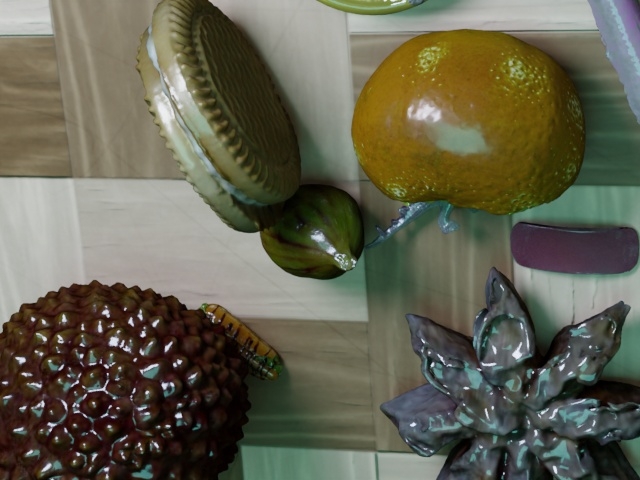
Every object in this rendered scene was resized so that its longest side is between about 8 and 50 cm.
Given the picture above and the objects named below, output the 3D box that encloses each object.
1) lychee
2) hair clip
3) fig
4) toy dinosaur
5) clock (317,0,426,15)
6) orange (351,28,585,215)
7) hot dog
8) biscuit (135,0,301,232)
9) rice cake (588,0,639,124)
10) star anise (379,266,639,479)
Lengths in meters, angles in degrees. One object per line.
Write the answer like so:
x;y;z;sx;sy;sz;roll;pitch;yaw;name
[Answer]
-0.228;0.182;1.851;0.330;0.306;0.306;-24;105;35;lychee
0.269;0.008;1.806;0.137;0.022;0.054;4;116;13;hair clip
0.000;0.000;1.801;0.103;0.155;0.109;33;102;-32;fig
0.133;-0.051;1.805;0.209;0.039;0.082;-32;92;12;toy dinosaur
0.053;-0.344;1.698;0.237;0.057;0.237;4;112;11;clock
0.147;-0.125;1.698;0.237;0.179;0.158;10;156;14;orange
-0.095;0.119;1.939;0.122;0.037;0.049;38;119;-1;hot dog
-0.101;-0.129;1.723;0.079;0.259;0.259;-27;103;17;biscuit
0.319;-0.181;1.699;0.055;0.049;0.270;-20;106;21;rice cake
0.218;0.188;1.843;0.331;0.117;0.332;7;111;17;star anise
